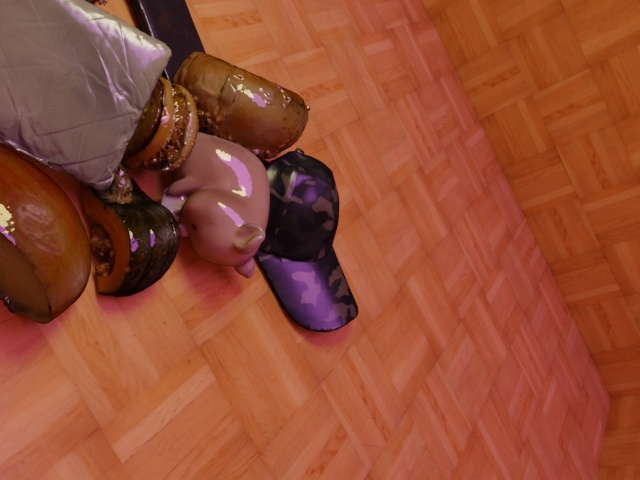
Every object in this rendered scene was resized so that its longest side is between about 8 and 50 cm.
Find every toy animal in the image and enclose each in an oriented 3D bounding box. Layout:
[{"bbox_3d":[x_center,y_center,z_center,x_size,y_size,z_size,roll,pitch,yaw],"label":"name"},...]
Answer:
[{"bbox_3d":[-0.206,-0.078,1.212,0.212,0.195,0.257,6,71,-9],"label":"toy animal"}]

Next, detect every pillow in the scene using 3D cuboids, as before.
[{"bbox_3d":[-0.424,-0.258,0.989,0.280,0.076,0.275,25,93,-23],"label":"pillow"}]

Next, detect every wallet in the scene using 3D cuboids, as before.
[{"bbox_3d":[-0.340,-0.479,1.369,0.165,0.042,0.310,-26,96,-53],"label":"wallet"}]

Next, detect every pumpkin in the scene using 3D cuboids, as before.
[{"bbox_3d":[-0.332,-0.032,1.082,0.130,0.125,0.248,-5,76,-54],"label":"pumpkin"}]

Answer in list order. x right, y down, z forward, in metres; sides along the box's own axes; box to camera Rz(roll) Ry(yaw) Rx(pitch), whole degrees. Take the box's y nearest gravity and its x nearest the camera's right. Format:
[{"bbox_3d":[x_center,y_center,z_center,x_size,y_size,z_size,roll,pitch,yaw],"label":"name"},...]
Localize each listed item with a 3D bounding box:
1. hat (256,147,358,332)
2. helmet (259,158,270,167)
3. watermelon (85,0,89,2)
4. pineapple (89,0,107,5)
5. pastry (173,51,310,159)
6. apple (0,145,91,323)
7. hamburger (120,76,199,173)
[{"bbox_3d":[0.000,0.000,1.434,0.382,0.257,0.366,48,39,6],"label":"hat"},{"bbox_3d":[-0.150,-0.154,1.429,0.089,0.057,0.111,33,20,27],"label":"helmet"},{"bbox_3d":[-0.501,-0.442,1.040,0.212,0.262,0.201,31,22,-35],"label":"watermelon"},{"bbox_3d":[-0.501,-0.544,1.198,0.221,0.047,0.221,29,51,-42],"label":"pineapple"},{"bbox_3d":[-0.175,-0.269,1.308,0.184,0.284,0.315,-67,165,10],"label":"pastry"},{"bbox_3d":[-0.477,-0.036,0.905,0.179,0.254,0.346,-42,110,-7],"label":"apple"},{"bbox_3d":[-0.316,-0.214,1.148,0.118,0.190,0.182,25,73,-51],"label":"hamburger"}]
